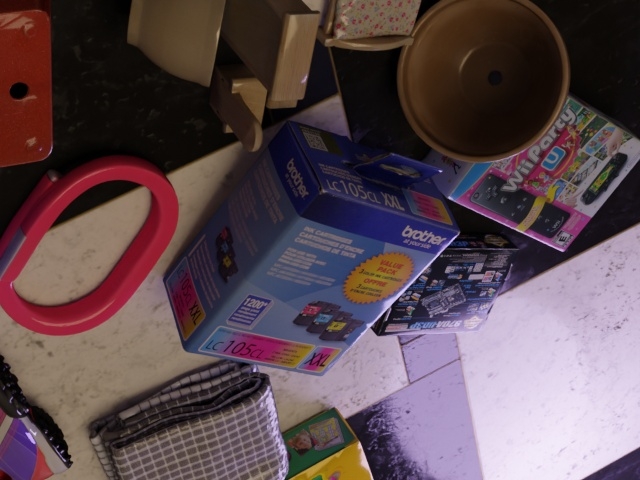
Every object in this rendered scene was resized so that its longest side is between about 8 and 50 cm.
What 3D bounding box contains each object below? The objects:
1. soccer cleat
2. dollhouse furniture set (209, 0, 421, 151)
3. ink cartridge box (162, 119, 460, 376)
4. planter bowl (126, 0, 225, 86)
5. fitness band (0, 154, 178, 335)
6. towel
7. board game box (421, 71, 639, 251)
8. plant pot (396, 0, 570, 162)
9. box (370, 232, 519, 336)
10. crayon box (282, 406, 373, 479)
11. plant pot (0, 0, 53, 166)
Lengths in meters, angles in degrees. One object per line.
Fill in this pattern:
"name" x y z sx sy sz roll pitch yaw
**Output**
"soccer cleat" -0.459 0.248 1.811 0.116 0.108 0.318 -28 138 -4
"dollhouse furniture set" 0.067 -0.266 1.666 0.356 0.174 0.303 -7 128 -27
"ink cartridge box" 0.000 0.000 1.808 0.270 0.151 0.395 14 127 -39
"planter bowl" -0.170 -0.271 1.542 0.109 0.162 0.162 9 123 -6
"fitness band" -0.316 0.006 1.741 0.209 0.054 0.291 22 113 -44
"towel" -0.196 0.330 2.027 0.284 0.121 0.235 -23 133 -14
"board game box" 0.330 -0.128 1.998 0.303 0.097 0.224 22 111 -40
"plant pot" 0.234 -0.227 1.804 0.237 0.237 0.110 -54 167 16
"box" 0.198 0.071 2.108 0.220 0.051 0.175 0 125 -32
"crayon box" -0.076 0.493 2.243 0.363 0.106 0.313 -28 135 -9
"plant pot" -0.406 -0.205 1.377 0.267 0.235 0.267 -11 130 -24
